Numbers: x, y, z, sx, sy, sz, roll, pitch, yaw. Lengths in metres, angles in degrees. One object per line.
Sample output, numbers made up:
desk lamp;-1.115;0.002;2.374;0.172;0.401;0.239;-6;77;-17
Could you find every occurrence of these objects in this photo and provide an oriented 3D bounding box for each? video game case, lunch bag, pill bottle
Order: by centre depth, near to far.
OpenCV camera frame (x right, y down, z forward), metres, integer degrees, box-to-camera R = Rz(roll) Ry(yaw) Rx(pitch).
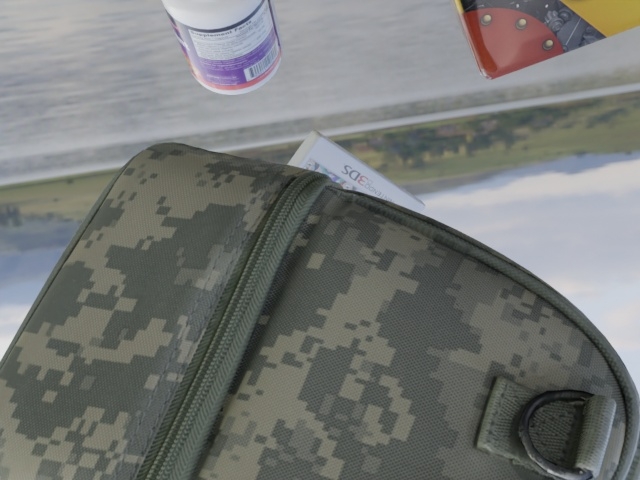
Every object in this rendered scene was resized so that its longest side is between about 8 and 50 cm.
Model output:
lunch bag;0.016;0.115;0.484;0.256;0.212;0.305;14;153;19
video game case;0.000;0.000;0.857;0.143;0.157;0.019;30;-170;-38
pill bottle;-0.102;-0.239;0.979;0.108;0.108;0.193;-8;157;2

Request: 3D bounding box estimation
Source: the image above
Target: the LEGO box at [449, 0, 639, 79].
LEGO box;0.193;-0.411;0.615;0.373;0.500;0.193;-20;-148;11
